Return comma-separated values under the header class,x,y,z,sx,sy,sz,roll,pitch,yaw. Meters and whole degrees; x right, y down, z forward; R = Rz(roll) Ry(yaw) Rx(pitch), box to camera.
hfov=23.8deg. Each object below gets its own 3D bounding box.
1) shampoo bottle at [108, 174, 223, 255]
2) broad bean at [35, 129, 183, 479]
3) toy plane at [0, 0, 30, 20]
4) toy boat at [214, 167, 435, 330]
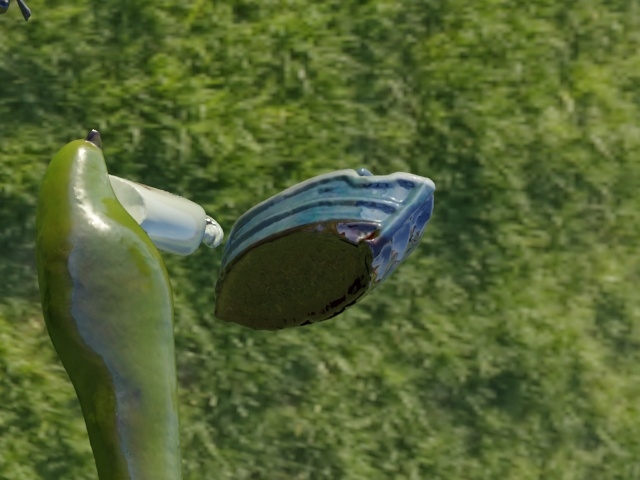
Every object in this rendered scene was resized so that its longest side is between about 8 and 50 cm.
class,x,y,z,sx,sy,sz,roll,pitch,yaw
shampoo bottle,-0.116,-0.013,1.116,0.152,0.077,0.045,21,86,-60
broad bean,-0.123,0.089,0.916,0.067,0.075,0.325,17,62,-63
toy plane,-0.339,-0.270,1.538,0.049,0.031,0.120,-24,77,-41
toy boat,0.000,0.000,1.452,0.129,0.309,0.142,48,50,-14
